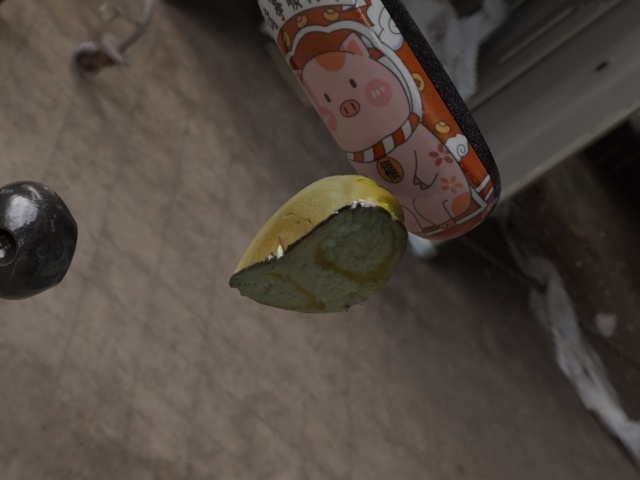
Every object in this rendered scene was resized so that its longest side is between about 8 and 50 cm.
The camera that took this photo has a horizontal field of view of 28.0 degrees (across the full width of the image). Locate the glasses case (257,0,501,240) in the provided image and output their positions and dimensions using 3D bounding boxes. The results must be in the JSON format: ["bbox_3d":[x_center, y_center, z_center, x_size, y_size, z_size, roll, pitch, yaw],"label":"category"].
[{"bbox_3d":[0.044,-0.119,0.992,0.067,0.103,0.266,-41,100,-42],"label":"glasses case"}]

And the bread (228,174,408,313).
[{"bbox_3d":[0.000,0.000,0.981,0.083,0.157,0.094,33,32,-31],"label":"bread"}]

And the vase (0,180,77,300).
[{"bbox_3d":[-0.333,-0.012,1.245,0.183,0.120,0.120,18,38,-25],"label":"vase"}]
